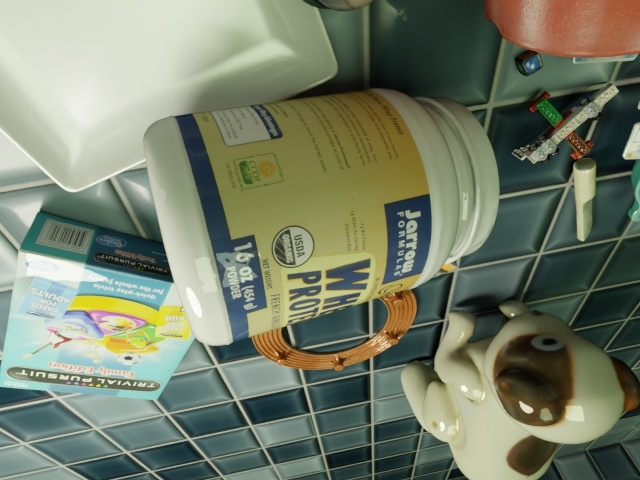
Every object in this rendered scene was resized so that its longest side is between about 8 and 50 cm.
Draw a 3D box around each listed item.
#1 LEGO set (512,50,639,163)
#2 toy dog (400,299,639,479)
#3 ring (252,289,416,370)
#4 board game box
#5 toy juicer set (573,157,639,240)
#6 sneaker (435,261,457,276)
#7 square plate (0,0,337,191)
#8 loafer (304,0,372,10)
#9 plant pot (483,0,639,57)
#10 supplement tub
[{"bbox_3d":[0.362,-0.192,0.519,0.245,0.060,0.182,-4,123,0],"label":"LEGO set"},{"bbox_3d":[0.358,0.297,0.765,0.285,0.394,0.407,5,141,-6],"label":"toy dog"},{"bbox_3d":[0.033,0.177,0.810,0.337,0.032,0.336,-6,134,-6],"label":"ring"},{"bbox_3d":[-0.338,0.133,0.648,0.254,0.079,0.336,17,127,-27],"label":"board game box"},{"bbox_3d":[0.514,-0.122,0.595,0.209,0.089,0.329,29,122,-34],"label":"toy juicer set"},{"bbox_3d":[0.131,0.017,0.646,0.215,0.084,0.083,28,126,-35],"label":"sneaker"},{"bbox_3d":[-0.199,-0.236,0.348,0.345,0.049,0.347,-22,134,7],"label":"square plate"},{"bbox_3d":[0.040,-0.309,0.282,0.096,0.084,0.267,-11,129,-29],"label":"loafer"},{"bbox_3d":[0.216,-0.293,0.259,0.273,0.272,0.265,-20,142,6],"label":"plant pot"},{"bbox_3d":[-0.001,-0.037,0.440,0.317,0.228,0.228,-14,136,-17],"label":"supplement tub"}]
